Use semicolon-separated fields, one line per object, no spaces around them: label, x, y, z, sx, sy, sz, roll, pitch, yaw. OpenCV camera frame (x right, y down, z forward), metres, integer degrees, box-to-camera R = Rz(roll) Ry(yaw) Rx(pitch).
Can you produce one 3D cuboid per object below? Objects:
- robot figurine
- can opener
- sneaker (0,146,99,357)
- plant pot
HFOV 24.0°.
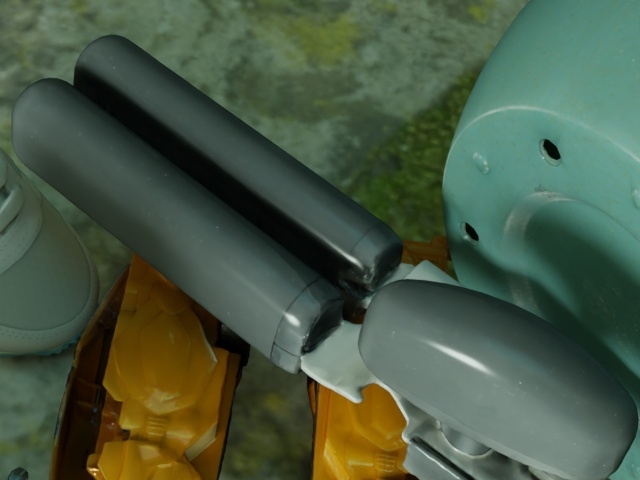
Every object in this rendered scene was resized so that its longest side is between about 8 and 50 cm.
robot figurine;-0.025;0.116;0.606;0.211;0.085;0.291;10;53;-2
can opener;0.000;0.000;0.582;0.283;0.095;0.076;37;55;16
sneaker;-0.181;-0.035;0.644;0.228;0.092;0.087;45;59;-16
plant pot;0.195;-0.024;0.622;0.235;0.293;0.293;-31;64;-25
